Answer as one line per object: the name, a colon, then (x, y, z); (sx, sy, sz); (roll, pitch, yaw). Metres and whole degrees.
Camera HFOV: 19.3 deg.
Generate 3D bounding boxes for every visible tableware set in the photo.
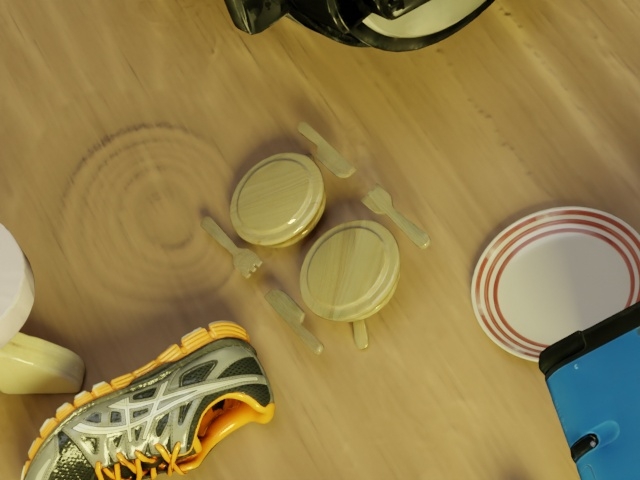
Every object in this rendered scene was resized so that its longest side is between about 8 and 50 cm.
tableware set: (0.000, 0.000, 1.511); (0.128, 0.039, 0.194); (-45, 49, 0)

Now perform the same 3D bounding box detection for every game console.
game console: (0.312, 0.079, 1.230); (0.293, 0.173, 0.250); (-30, 48, 17)

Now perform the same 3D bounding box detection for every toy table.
toy table: (-0.334, 0.073, 1.489); (0.274, 0.161, 0.252); (9, 60, 22)

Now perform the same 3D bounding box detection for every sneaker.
sneaker: (-0.131, 0.146, 1.426); (0.215, 0.084, 0.083); (-34, 59, -8)

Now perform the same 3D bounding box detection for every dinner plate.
dinner plate: (0.185, 0.036, 1.440); (0.141, 0.017, 0.141); (-8, 56, 12)

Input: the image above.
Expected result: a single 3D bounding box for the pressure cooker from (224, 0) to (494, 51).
pressure cooker: (0.029, -0.361, 1.546); (0.420, 0.375, 0.370); (32, 110, 32)
